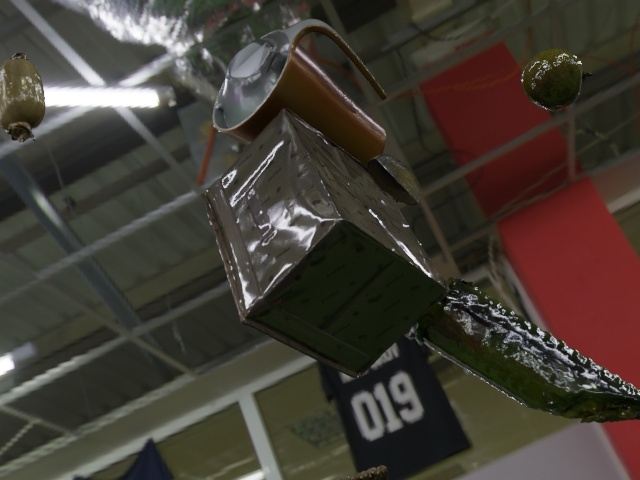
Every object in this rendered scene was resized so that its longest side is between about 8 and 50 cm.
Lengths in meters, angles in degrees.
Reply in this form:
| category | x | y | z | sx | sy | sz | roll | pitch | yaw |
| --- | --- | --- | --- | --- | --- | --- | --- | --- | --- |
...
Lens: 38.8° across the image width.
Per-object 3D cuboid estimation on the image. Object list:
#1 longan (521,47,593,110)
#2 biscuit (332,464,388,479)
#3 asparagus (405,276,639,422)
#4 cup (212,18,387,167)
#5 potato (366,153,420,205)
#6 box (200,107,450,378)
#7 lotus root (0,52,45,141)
| category | x | y | z | sx | sy | sz | roll | pitch | yaw |
| --- | --- | --- | --- | --- | --- | --- | --- | --- | --- |
| longan | 0.273 | -0.186 | 1.042 | 0.083 | 0.075 | 0.075 | -13 | -29 | -4 |
| biscuit | 0.044 | 0.473 | 1.424 | 0.131 | 0.026 | 0.236 | -4 | -71 | -36 |
| asparagus | 0.294 | 0.175 | 1.301 | 0.128 | 0.382 | 0.108 | -32 | -33 | -50 |
| cup | -0.015 | -0.209 | 1.411 | 0.264 | 0.182 | 0.226 | 32 | -68 | -32 |
| potato | 0.098 | -0.088 | 1.229 | 0.093 | 0.036 | 0.037 | 43 | -32 | -23 |
| box | 0.000 | 0.000 | 1.260 | 0.225 | 0.297 | 0.190 | 32 | -68 | -36 |
| lotus root | -0.404 | -0.190 | 1.210 | 0.073 | 0.150 | 0.062 | -18 | -31 | 6 |
